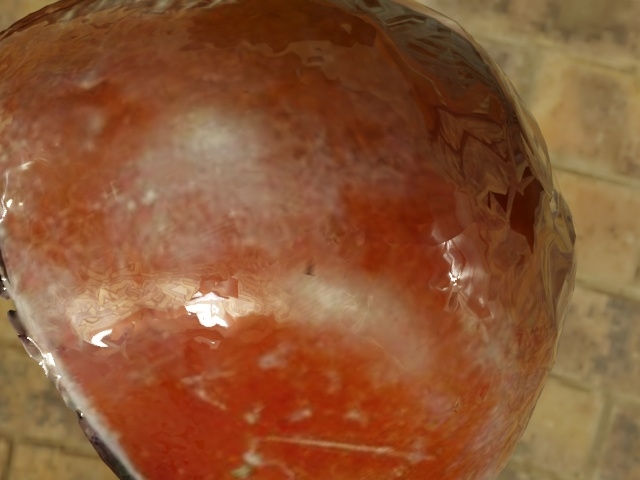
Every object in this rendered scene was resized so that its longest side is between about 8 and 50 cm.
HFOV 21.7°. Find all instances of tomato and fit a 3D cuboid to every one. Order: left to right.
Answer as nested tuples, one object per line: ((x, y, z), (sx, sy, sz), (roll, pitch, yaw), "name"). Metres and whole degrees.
((0.000, 0.000, 0.541), (0.155, 0.214, 0.180), (-22, -139, 14), "tomato")
